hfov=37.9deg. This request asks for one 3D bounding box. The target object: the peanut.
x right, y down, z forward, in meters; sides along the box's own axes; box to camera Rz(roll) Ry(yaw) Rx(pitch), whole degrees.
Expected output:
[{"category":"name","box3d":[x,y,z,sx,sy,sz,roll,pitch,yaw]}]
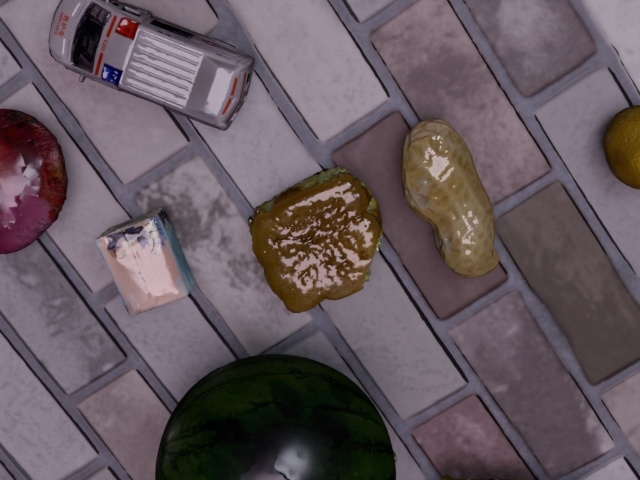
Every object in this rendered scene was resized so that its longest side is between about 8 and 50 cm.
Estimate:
[{"category":"peanut","box3d":[0.130,-0.040,0.951,0.080,0.080,0.174,-23,105,7]}]

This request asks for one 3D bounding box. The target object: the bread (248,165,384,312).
[{"category":"bread","box3d":[0.000,0.000,0.967,0.140,0.069,0.128,-28,103,9]}]

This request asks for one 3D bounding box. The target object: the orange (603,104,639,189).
[{"category":"orange","box3d":[0.324,-0.092,0.922,0.085,0.095,0.085,-1,106,-5]}]

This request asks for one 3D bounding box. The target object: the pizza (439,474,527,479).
[{"category":"pizza","box3d":[0.294,0.391,1.039,0.440,0.130,0.406,-39,91,18]}]

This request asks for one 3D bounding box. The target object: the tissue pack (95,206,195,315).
[{"category":"tissue pack","box3d":[-0.182,0.023,0.982,0.074,0.059,0.094,-21,103,4]}]

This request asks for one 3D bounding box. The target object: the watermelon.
[{"category":"watermelon","box3d":[-0.044,0.231,0.941,0.242,0.242,0.242,0,104,1]}]

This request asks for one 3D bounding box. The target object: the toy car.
[{"category":"toy car","box3d":[-0.169,-0.176,0.905,0.209,0.108,0.089,22,104,-4]}]

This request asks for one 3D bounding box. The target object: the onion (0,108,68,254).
[{"category":"onion","box3d":[-0.334,-0.063,0.922,0.150,0.140,0.150,0,88,7]}]
